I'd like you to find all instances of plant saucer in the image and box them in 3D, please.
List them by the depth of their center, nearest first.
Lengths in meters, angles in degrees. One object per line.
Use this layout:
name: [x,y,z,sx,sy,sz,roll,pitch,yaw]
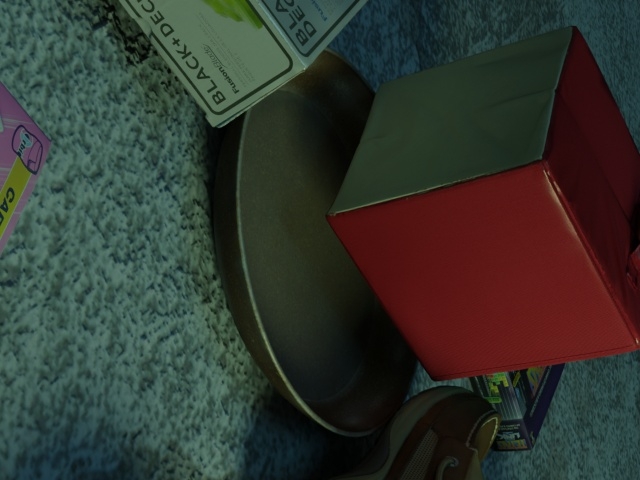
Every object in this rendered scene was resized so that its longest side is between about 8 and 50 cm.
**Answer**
plant saucer: [0.000,0.000,1.003,0.310,0.050,0.310,24,62,-58]

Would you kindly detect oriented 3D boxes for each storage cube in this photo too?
storage cube: [0.149,-0.027,1.021,0.193,0.215,0.183,56,37,-29]

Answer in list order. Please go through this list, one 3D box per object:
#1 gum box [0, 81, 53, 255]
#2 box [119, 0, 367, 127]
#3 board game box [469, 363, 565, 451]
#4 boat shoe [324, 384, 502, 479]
gum box: [-0.207,-0.018,0.603,0.107,0.062,0.188,55,38,-41]
box: [-0.037,-0.222,0.910,0.169,0.087,0.290,54,35,-13]
board game box: [0.209,0.121,1.363,0.170,0.048,0.141,-53,127,-53]
boat shoe: [0.074,0.219,0.971,0.324,0.120,0.122,-31,140,-55]
